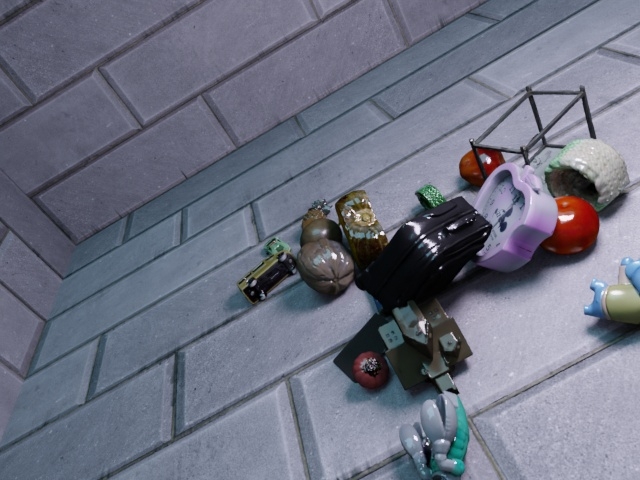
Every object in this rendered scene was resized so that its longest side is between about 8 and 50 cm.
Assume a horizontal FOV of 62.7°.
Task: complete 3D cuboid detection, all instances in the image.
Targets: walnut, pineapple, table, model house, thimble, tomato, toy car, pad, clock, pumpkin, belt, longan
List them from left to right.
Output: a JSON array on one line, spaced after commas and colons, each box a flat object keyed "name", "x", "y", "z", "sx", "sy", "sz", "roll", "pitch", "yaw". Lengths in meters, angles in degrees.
[{"name": "toy car", "x": -0.218, "y": 0.138, "z": 2.148, "sx": 0.257, "sy": 0.101, "sz": 0.124, "roll": -41, "pitch": 29, "yaw": -11}, {"name": "toy car", "x": -0.199, "y": 0.031, "z": 2.321, "sx": 0.093, "sy": 0.058, "sz": 0.186, "roll": -41, "pitch": 33, "yaw": -11}, {"name": "pineapple", "x": -0.011, "y": -0.109, "z": 2.320, "sx": 0.125, "sy": 0.125, "sz": 0.251, "roll": -20, "pitch": 23, "yaw": 19}, {"name": "longan", "x": 0.000, "y": 0.000, "z": 2.107, "sx": 0.185, "sy": 0.159, "sz": 0.204, "roll": -37, "pitch": -11, "yaw": -38}, {"name": "walnut", "x": 0.020, "y": 0.090, "z": 1.917, "sx": 0.224, "sy": 0.224, "sz": 0.224, "roll": -23, "pitch": 33, "yaw": 16}, {"name": "pumpkin", "x": 0.161, "y": -0.027, "z": 1.949, "sx": 0.140, "sy": 0.221, "sz": 0.317, "roll": -22, "pitch": 55, "yaw": -4}, {"name": "pad", "x": 0.142, "y": 0.330, "z": 1.634, "sx": 0.211, "sy": 0.003, "sz": 0.143, "roll": -46, "pitch": 33, "yaw": -8}, {"name": "model house", "x": 0.289, "y": 0.303, "z": 1.412, "sx": 0.212, "sy": 0.204, "sz": 0.243, "roll": -29, "pitch": 49, "yaw": 2}, {"name": "belt", "x": 0.425, "y": -0.158, "z": 1.975, "sx": 0.079, "sy": 0.121, "sz": 0.151, "roll": -37, "pitch": 27, "yaw": -3}, {"name": "clock", "x": 0.570, "y": -0.073, "z": 1.587, "sx": 0.338, "sy": 0.102, "sz": 0.338, "roll": -160, "pitch": 90, "yaw": -78}, {"name": "table", "x": 0.732, "y": -0.321, "z": 1.787, "sx": 0.335, "sy": 0.272, "sz": 0.222, "roll": -43, "pitch": 33, "yaw": -16}, {"name": "tomato", "x": 0.717, "y": -0.050, "z": 1.545, "sx": 0.195, "sy": 0.136, "sz": 0.195, "roll": -13, "pitch": 37, "yaw": 10}, {"name": "thimble", "x": 0.815, "y": -0.199, "z": 1.607, "sx": 0.150, "sy": 0.219, "sz": 0.219, "roll": -41, "pitch": 33, "yaw": -17}]

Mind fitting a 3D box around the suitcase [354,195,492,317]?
[{"name": "suitcase", "x": 0.308, "y": 0.039, "z": 1.530, "sx": 0.345, "sy": 0.339, "sz": 0.188, "roll": -22, "pitch": 62, "yaw": -41}]

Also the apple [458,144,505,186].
[{"name": "apple", "x": 0.603, "y": -0.279, "z": 1.971, "sx": 0.158, "sy": 0.147, "sz": 0.155, "roll": -11, "pitch": 59, "yaw": 33}]

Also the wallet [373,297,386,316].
[{"name": "wallet", "x": 0.220, "y": 0.142, "z": 1.759, "sx": 0.141, "sy": 0.059, "sz": 0.202, "roll": -50, "pitch": 27, "yaw": 20}]

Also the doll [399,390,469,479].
[{"name": "doll", "x": 0.275, "y": 0.462, "z": 1.211, "sx": 0.258, "sy": 0.153, "sz": 0.194, "roll": -97, "pitch": 32, "yaw": -69}]

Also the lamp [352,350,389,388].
[{"name": "lamp", "x": 0.145, "y": 0.373, "z": 1.513, "sx": 0.108, "sy": 0.092, "sz": 0.107, "roll": -1, "pitch": 63, "yaw": 3}]

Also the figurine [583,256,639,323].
[{"name": "figurine", "x": 0.777, "y": 0.116, "z": 1.263, "sx": 0.262, "sy": 0.153, "sz": 0.179, "roll": -4, "pitch": 52, "yaw": 32}]
